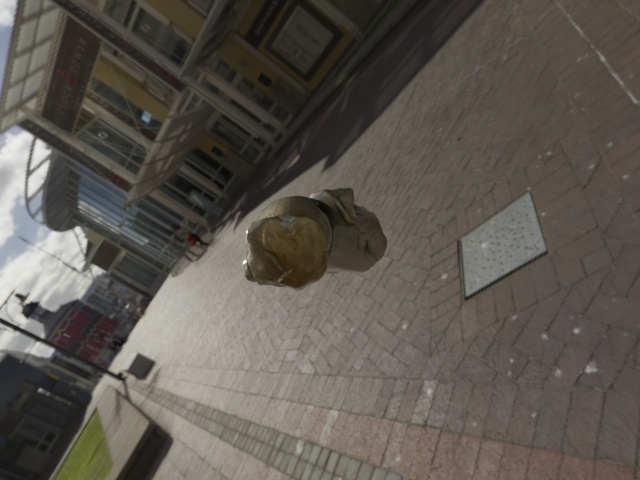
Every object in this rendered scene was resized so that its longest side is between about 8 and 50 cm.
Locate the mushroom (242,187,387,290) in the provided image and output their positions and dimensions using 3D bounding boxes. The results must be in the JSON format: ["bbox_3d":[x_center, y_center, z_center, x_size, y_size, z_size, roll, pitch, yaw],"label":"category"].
[{"bbox_3d":[-0.001,-0.002,0.436,0.099,0.096,0.278,-38,-12,14],"label":"mushroom"}]
